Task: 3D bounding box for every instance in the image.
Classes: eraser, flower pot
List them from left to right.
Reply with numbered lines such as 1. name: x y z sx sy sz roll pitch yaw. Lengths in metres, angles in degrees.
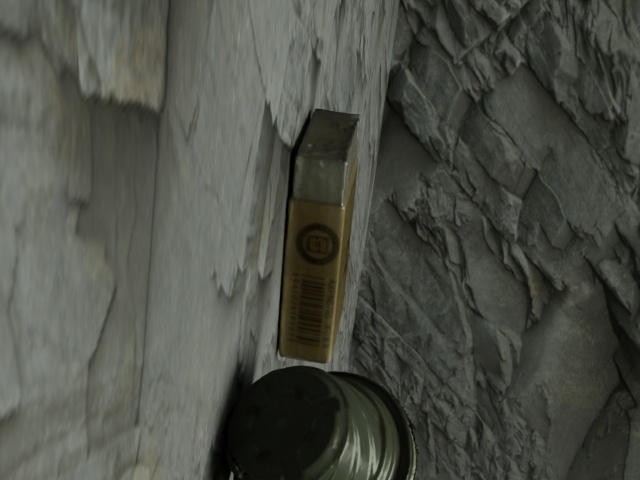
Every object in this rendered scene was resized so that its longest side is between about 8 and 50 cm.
1. flower pot: -0.018 0.231 1.025 0.140 0.236 0.235 53 42 -48
2. eraser: 0.000 0.000 1.265 0.144 0.078 0.343 -73 171 -53

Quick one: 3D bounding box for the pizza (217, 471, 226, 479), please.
1. pizza: -0.114 0.346 0.997 0.184 0.036 0.176 85 16 -68
